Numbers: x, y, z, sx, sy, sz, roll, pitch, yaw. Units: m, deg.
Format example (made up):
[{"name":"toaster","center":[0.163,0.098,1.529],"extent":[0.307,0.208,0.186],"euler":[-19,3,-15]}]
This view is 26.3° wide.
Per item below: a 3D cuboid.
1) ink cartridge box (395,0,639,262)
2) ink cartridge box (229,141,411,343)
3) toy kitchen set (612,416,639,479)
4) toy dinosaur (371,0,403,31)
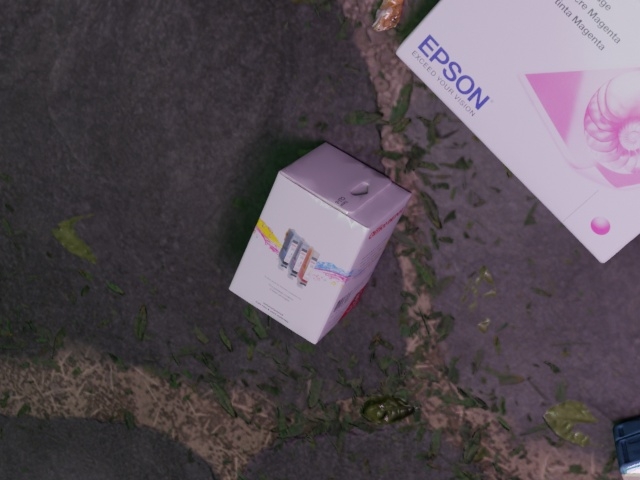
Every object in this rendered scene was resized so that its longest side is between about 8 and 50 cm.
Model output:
[{"name":"ink cartridge box","center":[0.293,-0.193,1.395],"extent":[0.324,0.071,0.330],"euler":[46,125,4]},{"name":"ink cartridge box","center":[0.000,0.000,1.593],"extent":[0.127,0.128,0.176],"euler":[33,121,12]},{"name":"toy kitchen set","center":[0.402,0.155,1.478],"extent":[0.207,0.122,0.166],"euler":[-21,100,12]},{"name":"toy dinosaur","center":[0.079,-0.329,1.464],"extent":[0.112,0.064,0.211],"euler":[17,129,0]}]
